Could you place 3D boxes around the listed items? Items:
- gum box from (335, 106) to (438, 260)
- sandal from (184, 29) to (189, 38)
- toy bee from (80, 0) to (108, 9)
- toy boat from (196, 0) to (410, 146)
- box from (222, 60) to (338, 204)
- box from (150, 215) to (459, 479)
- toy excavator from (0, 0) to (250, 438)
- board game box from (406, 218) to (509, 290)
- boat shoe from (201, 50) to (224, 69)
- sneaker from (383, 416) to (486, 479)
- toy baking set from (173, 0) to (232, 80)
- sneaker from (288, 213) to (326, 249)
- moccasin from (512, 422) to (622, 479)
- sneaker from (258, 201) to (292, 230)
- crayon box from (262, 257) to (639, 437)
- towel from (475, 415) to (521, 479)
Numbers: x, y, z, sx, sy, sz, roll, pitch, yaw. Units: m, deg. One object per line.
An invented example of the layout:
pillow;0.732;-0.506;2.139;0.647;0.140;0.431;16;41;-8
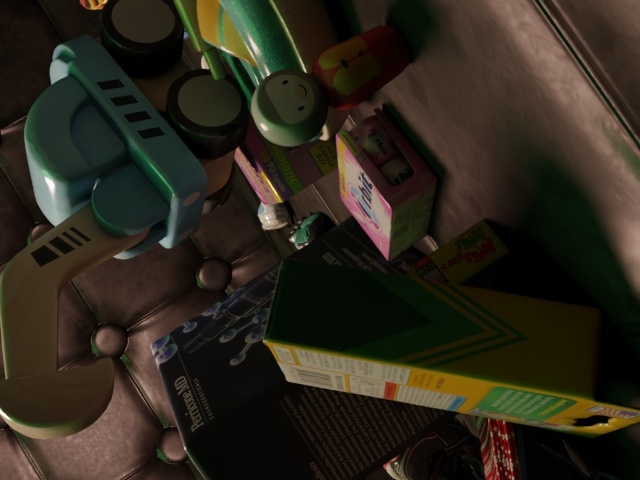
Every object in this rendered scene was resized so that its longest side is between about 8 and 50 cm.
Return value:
gum box;0.074;-0.061;0.873;0.107;0.062;0.188;54;172;18
sandal;-0.284;-0.440;1.291;0.126;0.138;0.317;53;173;14
toy bee;-0.357;-0.536;1.279;0.162;0.195;0.298;22;141;32
toy boat;-0.044;-0.192;0.768;0.318;0.148;0.267;46;166;55
box;-0.083;-0.174;1.174;0.213;0.117;0.243;58;171;-7
box;-0.007;0.180;1.094;0.211;0.396;0.293;61;171;-27
toy excavator;-0.282;-0.037;0.954;0.433;0.445;0.222;50;155;10
board game box;0.138;0.050;0.808;0.043;0.092;0.181;55;172;19
boat shoe;-0.154;-0.278;1.406;0.184;0.066;0.063;61;157;-9
sneaker;0.225;0.338;1.120;0.299;0.120;0.112;23;-176;-28
toy baking set;-0.137;-0.318;0.906;0.196;0.030;0.256;-77;-29;-49
sneaker;0.000;0.000;1.579;0.098;0.083;0.224;38;180;-10
moccasin;0.285;0.327;0.869;0.138;0.117;0.341;-8;-92;-85
sneaker;-0.119;-0.071;1.964;0.237;0.085;0.086;118;146;-85
crayon box;0.123;0.108;0.711;0.323;0.083;0.203;10;161;7
towel;0.199;0.245;0.866;0.198;0.031;0.274;77;-170;-52
